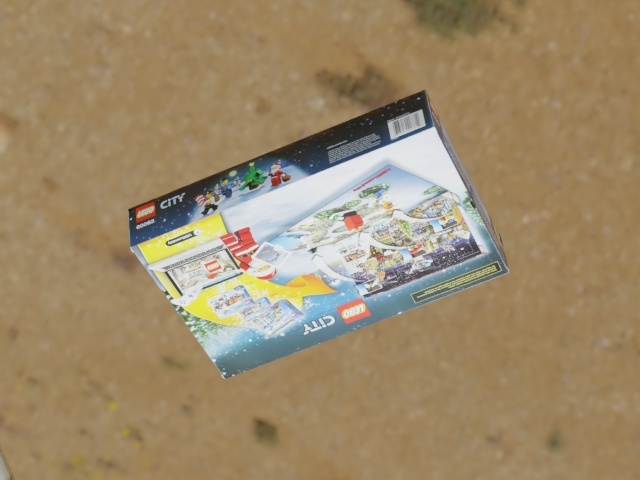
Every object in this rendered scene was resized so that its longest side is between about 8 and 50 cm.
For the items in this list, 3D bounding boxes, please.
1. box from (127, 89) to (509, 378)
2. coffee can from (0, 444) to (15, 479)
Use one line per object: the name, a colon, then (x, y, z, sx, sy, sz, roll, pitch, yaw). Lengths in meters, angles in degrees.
box: (0.000, 0.000, 1.373, 0.233, 0.044, 0.159, -21, 133, 11)
coffee can: (-0.315, 0.192, 1.348, 0.201, 0.201, 0.275, -11, 104, 44)
